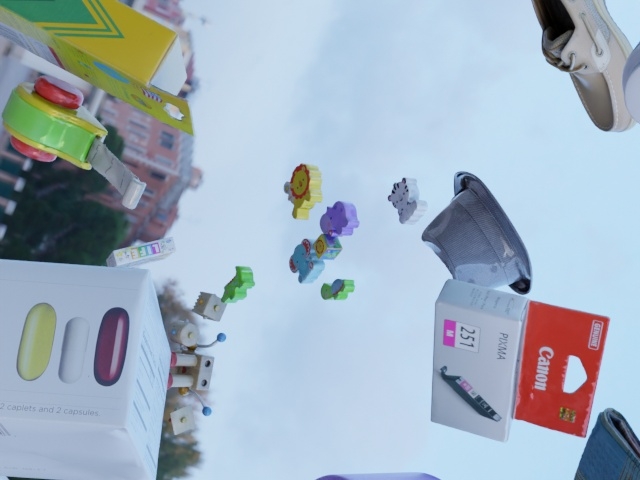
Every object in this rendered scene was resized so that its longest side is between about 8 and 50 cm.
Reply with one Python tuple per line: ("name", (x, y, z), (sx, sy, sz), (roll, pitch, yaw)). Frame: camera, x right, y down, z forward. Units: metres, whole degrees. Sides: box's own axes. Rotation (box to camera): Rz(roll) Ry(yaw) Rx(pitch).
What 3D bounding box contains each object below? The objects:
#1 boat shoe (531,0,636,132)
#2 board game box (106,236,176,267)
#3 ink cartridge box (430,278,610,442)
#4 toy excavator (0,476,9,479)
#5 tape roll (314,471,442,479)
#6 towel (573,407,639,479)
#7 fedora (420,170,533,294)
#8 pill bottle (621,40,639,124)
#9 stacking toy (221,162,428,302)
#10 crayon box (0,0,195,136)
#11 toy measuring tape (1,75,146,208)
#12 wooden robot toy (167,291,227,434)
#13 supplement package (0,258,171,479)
("boat shoe", (0.390, -0.310, 1.497), (0.110, 0.341, 0.122), (-31, -164, -18))
("board game box", (-0.316, 0.026, 1.696), (0.154, 0.103, 0.026), (158, -83, -72))
("ink cartridge box", (0.289, 0.199, 1.452), (0.060, 0.239, 0.275), (-57, 153, -44))
("toy excavator", (-0.460, 0.502, 1.355), (0.222, 0.445, 0.433), (-40, 172, 2))
("tape roll", (0.050, 0.335, 0.808), (0.275, 0.090, 0.274), (-175, -90, -65))
("towel", (0.467, 0.473, 1.497), (0.271, 0.040, 0.370), (-119, -153, -47))
("fedora", (0.259, 0.012, 1.691), (0.124, 0.243, 0.275), (-31, 173, 0))
("pill bottle", (0.398, -0.187, 1.084), (0.108, 0.108, 0.180), (-55, 173, 35))
("stacking toy", (0.000, 0.000, 1.123), (0.221, 0.167, 0.052), (-51, -131, 38))
("crayon box", (-0.291, -0.259, 1.267), (0.081, 0.318, 0.202), (-62, -178, -8))
("toy measuring tape", (-0.353, -0.141, 1.317), (0.330, 0.121, 0.121), (42, -69, 44))
("wooden robot toy", (-0.172, 0.145, 1.187), (0.079, 0.076, 0.173), (8, -93, 51))
("supplement package", (-0.282, 0.122, 0.884), (0.204, 0.262, 0.145), (96, -3, -62))
